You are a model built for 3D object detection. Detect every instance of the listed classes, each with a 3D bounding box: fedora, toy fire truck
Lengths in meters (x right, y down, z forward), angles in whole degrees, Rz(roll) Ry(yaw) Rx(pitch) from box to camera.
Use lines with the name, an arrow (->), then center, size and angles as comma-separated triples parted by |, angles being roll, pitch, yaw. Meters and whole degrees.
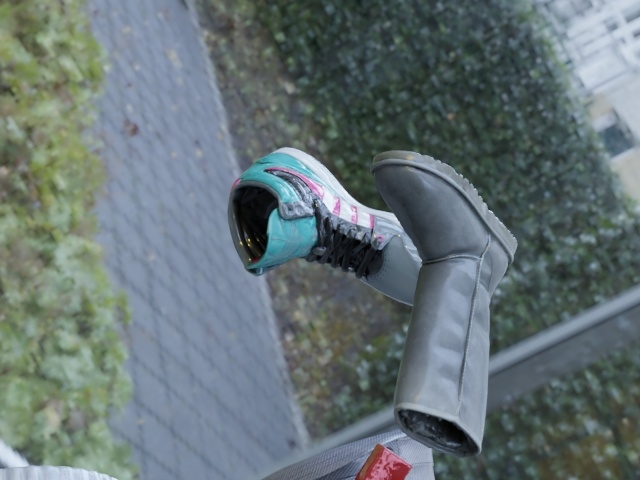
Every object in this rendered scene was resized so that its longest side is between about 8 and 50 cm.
fedora -> 0.050, 0.308, 1.422 | 0.275, 0.244, 0.124 | -3, 65, -46
toy fire truck -> 0.138, 0.285, 1.243 | 0.192, 0.047, 0.135 | 37, -10, -15

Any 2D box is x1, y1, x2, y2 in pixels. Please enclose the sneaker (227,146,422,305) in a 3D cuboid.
sneaker -> 0.000, 0.000, 1.481 | 0.295, 0.123, 0.178 | 35, 35, 21

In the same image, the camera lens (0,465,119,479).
camera lens -> -0.231, 0.346, 0.971 | 0.219, 0.219, 0.274 | 50, 23, -52

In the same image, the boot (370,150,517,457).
boot -> 0.089, 0.053, 1.024 | 0.190, 0.076, 0.208 | 37, 60, -27
